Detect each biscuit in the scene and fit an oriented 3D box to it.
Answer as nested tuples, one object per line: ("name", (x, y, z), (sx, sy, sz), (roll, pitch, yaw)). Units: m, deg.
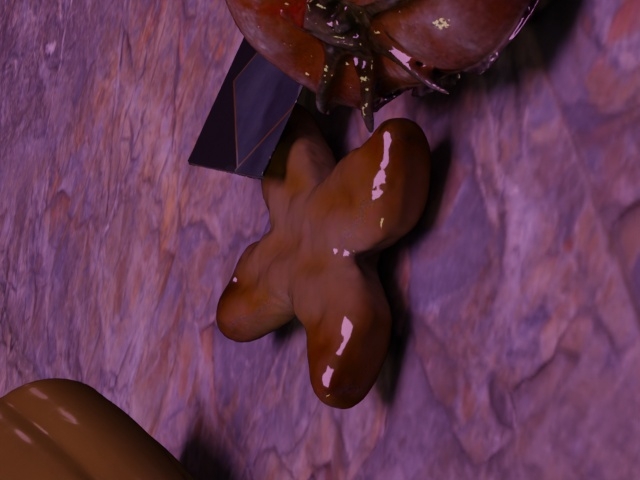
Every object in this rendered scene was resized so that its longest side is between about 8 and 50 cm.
("biscuit", (0.000, 0.001, 1.021), (0.208, 0.047, 0.164), (-159, 81, -67))

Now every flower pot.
("flower pot", (-0.153, 0.205, 1.117), (0.179, 0.195, 0.195), (18, 96, 55))

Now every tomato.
("tomato", (0.018, -0.175, 0.904), (0.214, 0.155, 0.180), (-21, 42, 59))

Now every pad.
("pad", (-0.016, -0.155, 1.128), (0.243, 0.004, 0.164), (-66, 22, -4))
